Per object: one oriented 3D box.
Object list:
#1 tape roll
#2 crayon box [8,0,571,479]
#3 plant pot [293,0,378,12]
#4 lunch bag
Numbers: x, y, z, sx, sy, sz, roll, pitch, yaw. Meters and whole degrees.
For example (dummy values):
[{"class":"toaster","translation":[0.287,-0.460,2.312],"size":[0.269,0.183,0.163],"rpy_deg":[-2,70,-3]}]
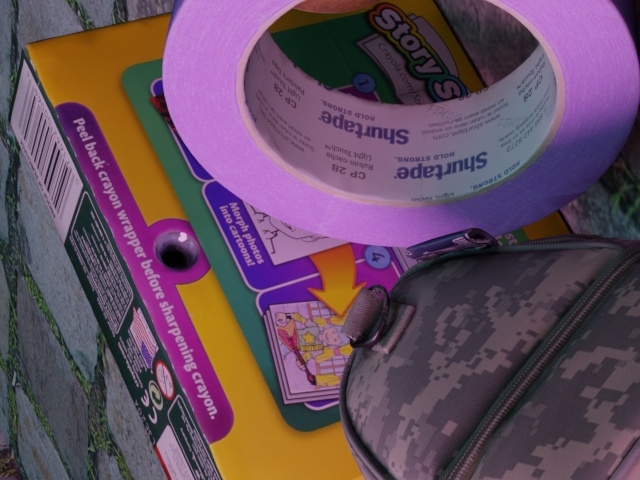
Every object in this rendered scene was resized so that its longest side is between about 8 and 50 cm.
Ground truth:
[{"class":"tape roll","translation":[0.048,-0.114,0.901],"size":[0.274,0.275,0.090],"rpy_deg":[105,174,-51]},{"class":"crayon box","translation":[0.000,0.000,1.054],"size":[0.363,0.313,0.106],"rpy_deg":[63,151,20]},{"class":"plant pot","translation":[0.045,-0.293,0.899],"size":[0.254,0.237,0.237],"rpy_deg":[-27,82,52]},{"class":"lunch bag","translation":[0.169,0.141,0.809],"size":[0.305,0.212,0.256],"rpy_deg":[44,165,-27]}]
